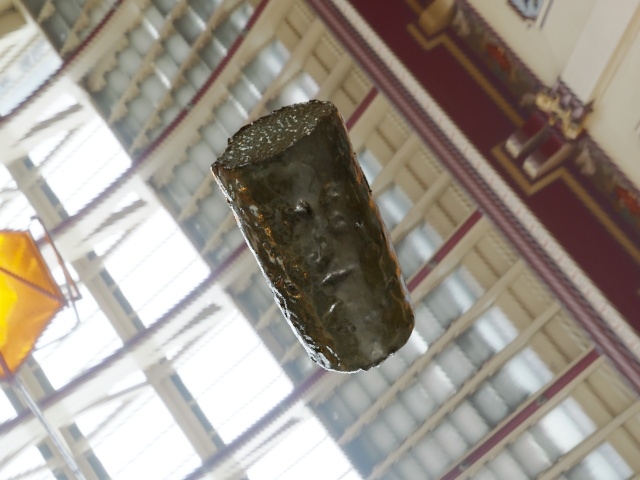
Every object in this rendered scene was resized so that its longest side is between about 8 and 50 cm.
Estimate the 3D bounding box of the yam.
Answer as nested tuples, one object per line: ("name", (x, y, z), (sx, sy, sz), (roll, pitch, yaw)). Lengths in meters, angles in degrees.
("yam", (0.000, 0.000, 0.823), (0.107, 0.107, 0.194), (-31, -69, -16))
